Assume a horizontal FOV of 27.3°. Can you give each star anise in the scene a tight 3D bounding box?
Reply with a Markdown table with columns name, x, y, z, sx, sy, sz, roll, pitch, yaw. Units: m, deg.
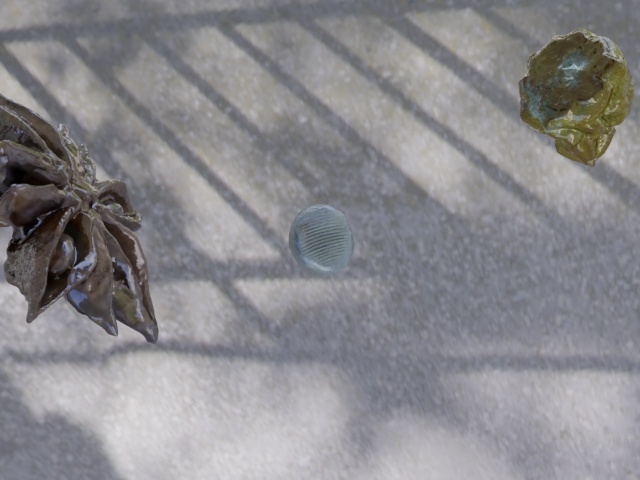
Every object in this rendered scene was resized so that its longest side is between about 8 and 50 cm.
| name | x | y | z | sx | sy | sz | roll | pitch | yaw |
| --- | --- | --- | --- | --- | --- | --- | --- | --- | --- |
| star anise | -0.281 | -0.029 | 1.347 | 0.109 | 0.349 | 0.292 | -37 | 70 | 14 |

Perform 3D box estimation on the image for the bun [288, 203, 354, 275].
| name | x | y | z | sx | sy | sz | roll | pitch | yaw |
| --- | --- | --- | --- | --- | --- | --- | --- | --- | --- |
| bun | 0.000 | 0.000 | 1.508 | 0.083 | 0.045 | 0.083 | 1 | 84 | -12 |

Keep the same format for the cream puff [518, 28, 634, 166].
| name | x | y | z | sx | sy | sz | roll | pitch | yaw |
| --- | --- | --- | --- | --- | --- | --- | --- | --- | --- |
| cream puff | 0.310 | -0.167 | 1.563 | 0.146 | 0.116 | 0.146 | -19 | 50 | 24 |
